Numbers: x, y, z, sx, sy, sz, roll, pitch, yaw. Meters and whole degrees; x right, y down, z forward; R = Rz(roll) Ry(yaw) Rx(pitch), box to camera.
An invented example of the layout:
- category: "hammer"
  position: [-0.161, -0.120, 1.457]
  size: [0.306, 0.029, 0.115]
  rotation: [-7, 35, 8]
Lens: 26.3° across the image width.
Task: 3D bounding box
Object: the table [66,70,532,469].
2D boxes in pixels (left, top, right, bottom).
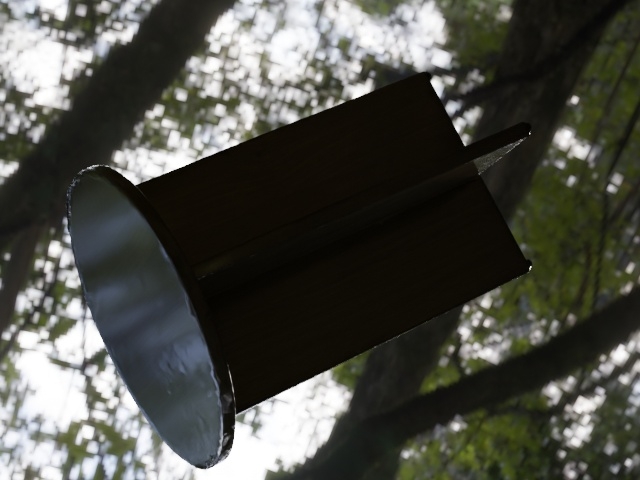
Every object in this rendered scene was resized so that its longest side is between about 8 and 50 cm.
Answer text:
- category: "table"
  position: [0.000, 0.000, 0.750]
  size: [0.226, 0.167, 0.167]
  rotation: [-24, -129, -25]
